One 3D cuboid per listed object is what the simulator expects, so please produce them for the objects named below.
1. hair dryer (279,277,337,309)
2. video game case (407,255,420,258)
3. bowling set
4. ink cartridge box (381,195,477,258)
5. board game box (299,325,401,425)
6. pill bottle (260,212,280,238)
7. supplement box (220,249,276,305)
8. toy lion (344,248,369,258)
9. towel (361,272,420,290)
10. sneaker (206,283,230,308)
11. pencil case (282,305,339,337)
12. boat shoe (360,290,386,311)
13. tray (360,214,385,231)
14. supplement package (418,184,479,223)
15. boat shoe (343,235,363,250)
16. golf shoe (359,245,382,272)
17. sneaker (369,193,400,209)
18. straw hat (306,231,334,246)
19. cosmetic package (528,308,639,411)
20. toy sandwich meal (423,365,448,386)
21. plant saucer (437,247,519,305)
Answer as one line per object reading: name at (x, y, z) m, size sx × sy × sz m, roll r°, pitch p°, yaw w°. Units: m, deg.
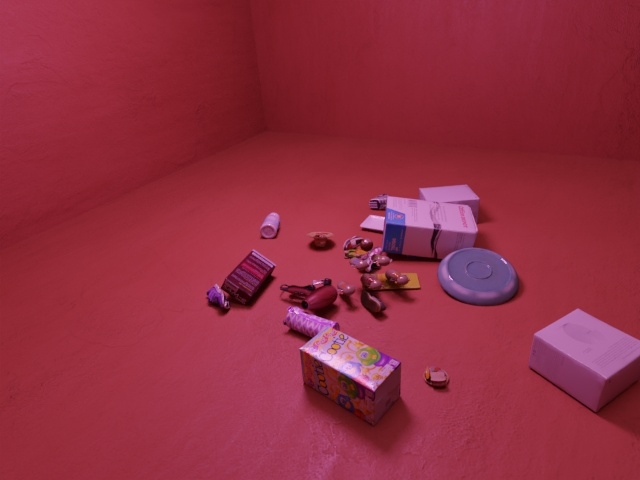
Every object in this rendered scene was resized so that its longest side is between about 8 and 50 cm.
hair dryer at (-0.044, 0.219, 1.751) m, size 0.223 × 0.080 × 0.293 m, roll -9°, pitch 7°, yaw -4°
video game case at (0.456, 0.034, 2.104) m, size 0.119 × 0.015 × 0.166 m, roll -3°, pitch 28°, yaw 2°
bowling set at (0.191, 0.101, 1.765) m, size 0.286 × 0.200 × 0.154 m, roll -15°, pitch 10°, yaw -12°
ink cartridge box at (0.493, -0.058, 2.070) m, size 0.394 × 0.166 × 0.285 m, roll 7°, pitch 30°, yaw 7°
board game box at (0.088, 0.398, 1.349) m, size 0.275 × 0.142 × 0.144 m, roll 19°, pitch 36°, yaw 36°
pill bottle at (-0.260, -0.083, 2.349) m, size 0.087 × 0.087 × 0.160 m, roll -1°, pitch 28°, yaw 7°
supplement box at (-0.298, 0.151, 1.882) m, size 0.130 × 0.073 × 0.239 m, roll 35°, pitch 35°, yaw 2°
toy lion at (0.173, 0.061, 2.083) m, size 0.100 × 0.034 × 0.096 m, roll 14°, pitch 26°, yaw 31°
towel at (0.290, 0.175, 1.866) m, size 0.237 × 0.021 × 0.102 m, roll -2°, pitch 33°, yaw 3°
sneaker at (-0.418, 0.241, 1.818) m, size 0.071 × 0.068 × 0.170 m, roll -33°, pitch 28°, yaw -17°
pencil case at (-0.030, 0.299, 1.607) m, size 0.206 × 0.088 × 0.086 m, roll 15°, pitch 36°, yaw 30°
boat shoe at (0.202, 0.240, 1.728) m, size 0.049 × 0.056 × 0.152 m, roll 13°, pitch 13°, yaw -23°
tray at (0.352, -0.072, 2.300) m, size 0.270 × 0.030 × 0.145 m, roll 11°, pitch 31°, yaw 27°
supplement package at (0.664, -0.182, 2.339) m, size 0.261 × 0.145 × 0.204 m, roll -4°, pitch 28°, yaw -1°
boat shoe at (0.158, 0.015, 2.152) m, size 0.043 × 0.049 × 0.137 m, roll 18°, pitch 31°, yaw 31°
golf shoe at (0.234, 0.089, 2.000) m, size 0.086 × 0.067 × 0.186 m, roll 43°, pitch 40°, yaw 13°
sneaker at (0.398, -0.225, 2.522) m, size 0.228 × 0.086 × 0.132 m, roll 7°, pitch 28°, yaw 23°
straw hat at (0.000, 0.000, 2.185) m, size 0.144 × 0.061 × 0.144 m, roll 1°, pitch 12°, yaw 0°
cosmetic package at (0.798, 0.350, 1.339) m, size 0.224 × 0.138 × 0.224 m, roll -19°, pitch 30°, yaw -25°
toy sandwich meal at (0.359, 0.419, 1.388) m, size 0.085 × 0.029 × 0.086 m, roll -3°, pitch 28°, yaw 2°
plant saucer at (0.635, 0.130, 1.801) m, size 0.317 × 0.044 × 0.318 m, roll -4°, pitch 42°, yaw 3°
